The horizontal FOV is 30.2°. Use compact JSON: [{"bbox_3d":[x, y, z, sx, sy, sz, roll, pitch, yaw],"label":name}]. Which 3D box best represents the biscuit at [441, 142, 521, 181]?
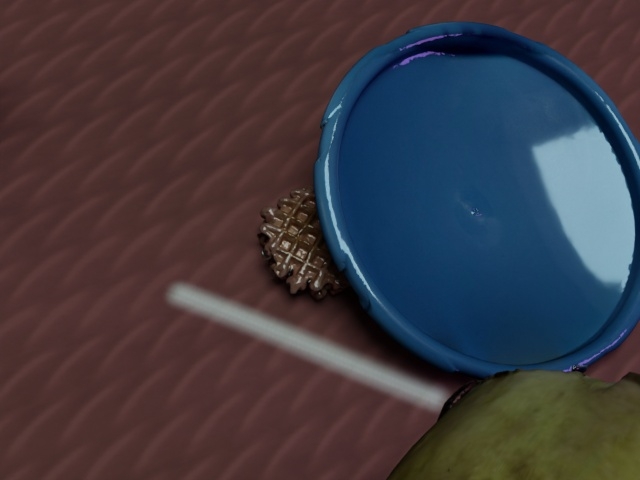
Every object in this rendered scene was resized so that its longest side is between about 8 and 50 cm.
[{"bbox_3d":[0.096,-0.071,0.808,0.084,0.023,0.084,6,56,-9],"label":"biscuit"}]

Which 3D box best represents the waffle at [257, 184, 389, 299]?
[{"bbox_3d":[0.000,0.000,0.738,0.083,0.029,0.075,-20,62,-20],"label":"waffle"}]

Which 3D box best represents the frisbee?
[{"bbox_3d":[0.105,-0.024,0.750,0.242,0.045,0.242,7,70,-20],"label":"frisbee"}]

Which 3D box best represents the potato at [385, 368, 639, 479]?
[{"bbox_3d":[0.068,0.219,0.497,0.229,0.229,0.266,37,53,13],"label":"potato"}]
